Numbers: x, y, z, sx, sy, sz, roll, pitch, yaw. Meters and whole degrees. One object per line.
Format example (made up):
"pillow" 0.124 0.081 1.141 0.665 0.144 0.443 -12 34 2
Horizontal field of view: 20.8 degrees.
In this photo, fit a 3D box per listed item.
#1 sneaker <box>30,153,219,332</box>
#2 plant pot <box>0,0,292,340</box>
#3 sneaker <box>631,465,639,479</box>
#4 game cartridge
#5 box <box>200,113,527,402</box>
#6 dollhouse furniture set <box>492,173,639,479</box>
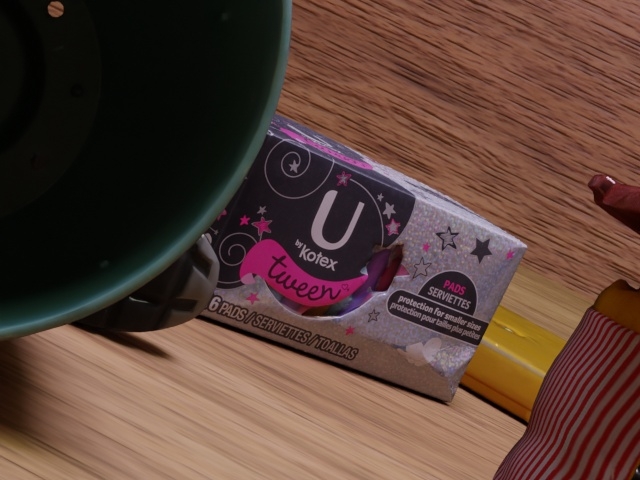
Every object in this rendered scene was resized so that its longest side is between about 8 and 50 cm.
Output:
"sneaker" -0.183 -0.030 1.030 0.267 0.101 0.106 25 4 -8
"plant pot" -0.179 -0.098 0.840 0.293 0.293 0.235 24 -7 -11
"sneaker" 0.243 0.177 1.094 0.234 0.078 0.106 24 9 6
"game cartridge" 0.214 0.133 1.513 0.323 0.053 0.285 32 8 29
"box" 0.000 0.000 1.300 0.247 0.142 0.163 21 7 -32
"dollhouse furniture set" 0.152 0.099 0.591 0.152 0.201 0.374 31 -1 -6
